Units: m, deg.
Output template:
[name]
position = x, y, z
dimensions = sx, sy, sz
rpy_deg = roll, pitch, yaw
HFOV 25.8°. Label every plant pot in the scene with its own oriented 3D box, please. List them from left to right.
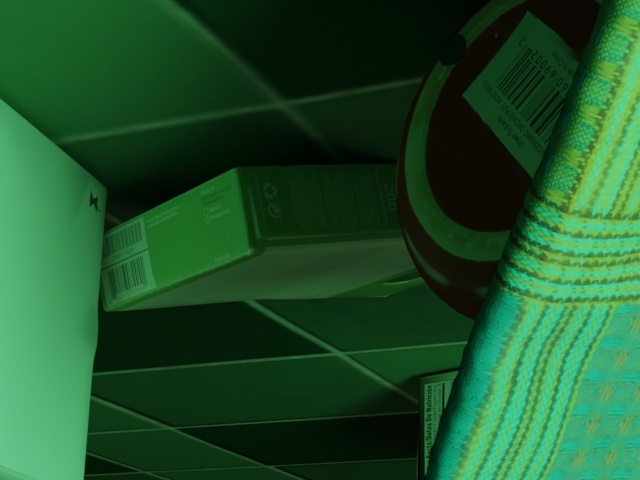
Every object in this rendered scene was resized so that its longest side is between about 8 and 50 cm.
[plant pot]
position = 0.139, -0.020, 0.610
dimensions = 0.174, 0.191, 0.191
rpy_deg = 24, 152, -36

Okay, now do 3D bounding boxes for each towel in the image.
[towel]
position = 0.198, -0.017, 0.490
dimensions = 0.272, 0.040, 0.370
rpy_deg = 4, 123, -21

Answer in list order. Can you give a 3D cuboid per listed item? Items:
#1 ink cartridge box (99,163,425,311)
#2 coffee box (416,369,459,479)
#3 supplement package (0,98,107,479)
[ink cartridge box]
position = 0.000, 0.000, 0.883
dimensions = 0.235, 0.056, 0.171
rpy_deg = -4, 168, -38
[coffee box]
position = 0.249, 0.171, 1.248
dimensions = 0.168, 0.118, 0.297
rpy_deg = 19, 155, -41
[supplement package]
position = -0.286, 0.036, 0.787
dimensions = 0.263, 0.199, 0.198
rpy_deg = -5, 159, 17
